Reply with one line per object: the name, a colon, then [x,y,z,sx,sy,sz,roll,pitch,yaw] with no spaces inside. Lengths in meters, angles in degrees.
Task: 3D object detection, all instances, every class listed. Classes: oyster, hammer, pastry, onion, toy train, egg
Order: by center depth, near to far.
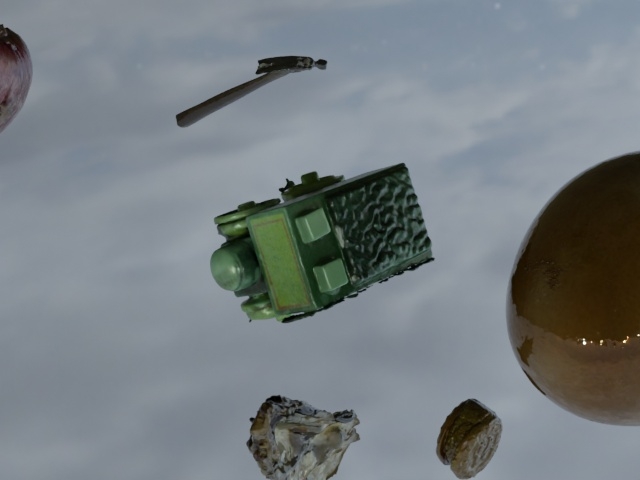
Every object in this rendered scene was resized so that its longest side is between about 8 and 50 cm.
egg: [0.351,0.049,1.424,0.351,0.282,0.283,-31,-151,-35]
toy train: [0.000,0.000,1.597,0.272,0.159,0.188,-22,-173,-42]
oyster: [-0.026,0.237,1.619,0.128,0.345,0.078,-47,-114,-1]
pastry: [0.194,0.258,1.723,0.057,0.097,0.109,31,-135,33]
onion: [-0.504,-0.168,1.777,0.284,0.120,0.227,-31,180,21]
hammer: [-0.126,-0.235,2.101,0.297,0.027,0.125,-19,169,43]
